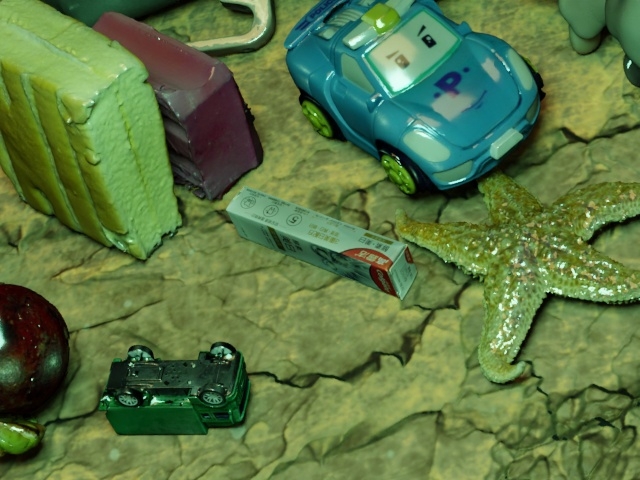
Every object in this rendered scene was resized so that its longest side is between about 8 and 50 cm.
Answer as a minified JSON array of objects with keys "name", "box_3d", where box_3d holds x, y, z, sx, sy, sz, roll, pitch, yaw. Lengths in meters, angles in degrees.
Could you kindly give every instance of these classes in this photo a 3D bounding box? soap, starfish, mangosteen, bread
[{"name":"soap","box_3d":[-0.195,-0.164,1.637,0.250,0.162,0.099,30,65,35]},{"name":"starfish","box_3d":[0.214,-0.005,1.432,0.299,0.060,0.302,-44,50,-15]},{"name":"mangosteen","box_3d":[-0.334,0.133,1.450,0.166,0.166,0.180,-2,79,18]},{"name":"bread","box_3d":[-0.272,-0.118,1.582,0.239,0.246,0.111,30,55,36]}]

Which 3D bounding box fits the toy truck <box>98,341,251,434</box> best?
[{"name":"toy truck","box_3d":[-0.141,0.148,1.412,0.147,0.079,0.065,-4,49,17]}]

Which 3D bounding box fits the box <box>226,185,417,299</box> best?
[{"name":"box","box_3d":[0.000,0.000,1.505,0.218,0.055,0.039,20,62,33]}]

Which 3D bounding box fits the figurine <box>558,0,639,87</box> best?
[{"name":"figurine","box_3d":[0.362,-0.278,1.512,0.380,0.203,0.248,31,70,38]}]

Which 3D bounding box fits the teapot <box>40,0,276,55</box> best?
[{"name":"teapot","box_3d":[-0.185,-0.373,1.779,0.344,0.253,0.300,-6,83,9]}]

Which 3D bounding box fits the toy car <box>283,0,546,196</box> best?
[{"name":"toy car","box_3d":[0.097,-0.183,1.540,0.198,0.166,0.314,-40,43,-11]}]
